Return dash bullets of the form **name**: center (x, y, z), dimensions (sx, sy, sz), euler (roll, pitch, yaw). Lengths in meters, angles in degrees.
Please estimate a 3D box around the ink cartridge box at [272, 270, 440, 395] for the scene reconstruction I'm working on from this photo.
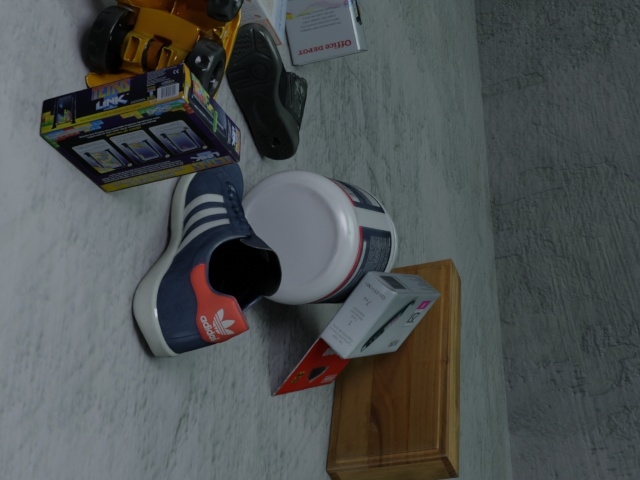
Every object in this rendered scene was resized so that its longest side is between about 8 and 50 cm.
- **ink cartridge box**: center (0.063, 0.157, 1.770), dimensions (0.060, 0.239, 0.275), euler (40, 10, 17)

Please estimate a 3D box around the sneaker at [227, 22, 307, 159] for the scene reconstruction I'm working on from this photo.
- **sneaker**: center (-0.081, -0.250, 1.774), dimensions (0.130, 0.087, 0.227), euler (-80, 156, -50)

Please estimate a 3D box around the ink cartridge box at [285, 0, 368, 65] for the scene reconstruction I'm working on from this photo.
- **ink cartridge box**: center (0.002, -0.406, 2.026), dimensions (0.072, 0.127, 0.175), euler (-31, 111, -73)

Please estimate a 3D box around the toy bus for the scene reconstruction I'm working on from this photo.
- **toy bus**: center (-0.157, -0.259, 1.367), dimensions (0.211, 0.149, 0.220), euler (-25, 135, -75)

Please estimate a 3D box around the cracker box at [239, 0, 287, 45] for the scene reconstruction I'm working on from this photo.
- **cracker box**: center (-0.124, -0.426, 1.762), dimensions (0.232, 0.067, 0.156), euler (56, 30, -49)

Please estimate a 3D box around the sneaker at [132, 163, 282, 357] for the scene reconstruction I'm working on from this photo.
- **sneaker**: center (-0.113, 0.008, 1.439), dimensions (0.350, 0.148, 0.131), euler (-79, 152, -48)

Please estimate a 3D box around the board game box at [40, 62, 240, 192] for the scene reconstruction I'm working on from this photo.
- **board game box**: center (-0.191, -0.118, 1.241), dimensions (0.141, 0.170, 0.048), euler (49, 34, -58)

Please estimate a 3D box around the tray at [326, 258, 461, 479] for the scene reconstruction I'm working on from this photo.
- **tray**: center (0.132, 0.220, 1.960), dimensions (0.076, 0.203, 0.411), euler (61, 26, -43)

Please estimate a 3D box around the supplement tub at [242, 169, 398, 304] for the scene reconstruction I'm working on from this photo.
- **supplement tub**: center (0.000, 0.000, 1.706), dimensions (0.272, 0.191, 0.191), euler (9, 72, -70)
